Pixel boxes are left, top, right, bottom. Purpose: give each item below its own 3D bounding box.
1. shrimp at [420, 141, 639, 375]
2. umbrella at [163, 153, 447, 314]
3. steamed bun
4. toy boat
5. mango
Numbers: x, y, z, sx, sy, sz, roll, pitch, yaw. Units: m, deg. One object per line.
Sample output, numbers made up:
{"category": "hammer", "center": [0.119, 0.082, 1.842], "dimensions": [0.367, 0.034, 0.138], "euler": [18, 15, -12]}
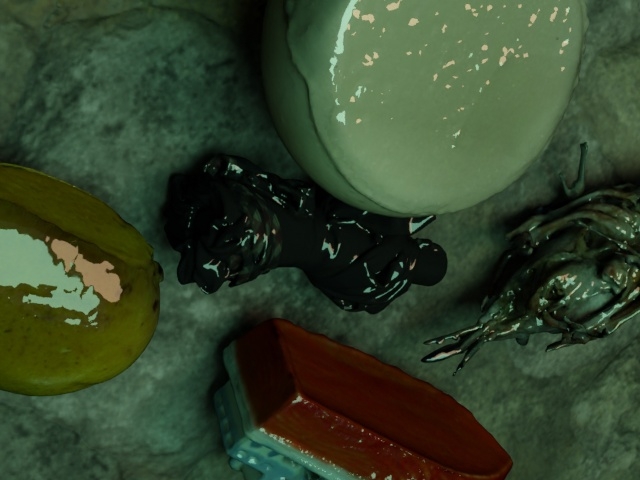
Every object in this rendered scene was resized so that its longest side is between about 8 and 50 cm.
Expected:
{"category": "shrimp", "center": [0.243, 0.007, 1.742], "dimensions": [0.372, 0.137, 0.172], "euler": [-22, 84, -32]}
{"category": "umbrella", "center": [0.000, -0.001, 1.582], "dimensions": [0.272, 0.110, 0.122], "euler": [12, 100, -34]}
{"category": "steamed bun", "center": [0.072, -0.166, 1.514], "dimensions": [0.283, 0.177, 0.283], "euler": [-12, 116, -25]}
{"category": "toy boat", "center": [0.039, 0.197, 1.681], "dimensions": [0.332, 0.145, 0.133], "euler": [27, 117, -36]}
{"category": "mango", "center": [-0.244, 0.027, 1.429], "dimensions": [0.262, 0.130, 0.167], "euler": [31, 97, -32]}
